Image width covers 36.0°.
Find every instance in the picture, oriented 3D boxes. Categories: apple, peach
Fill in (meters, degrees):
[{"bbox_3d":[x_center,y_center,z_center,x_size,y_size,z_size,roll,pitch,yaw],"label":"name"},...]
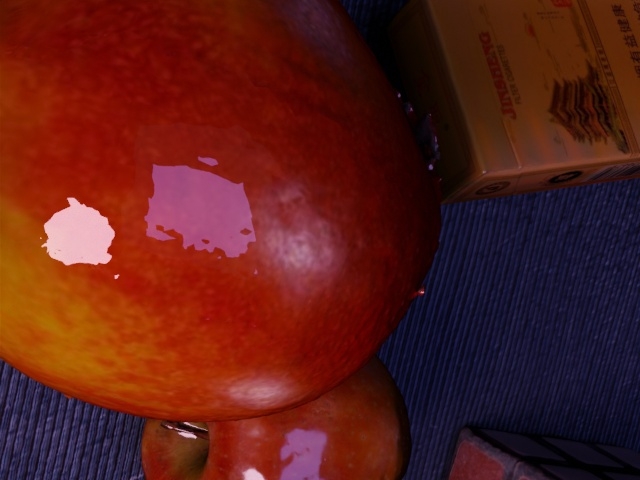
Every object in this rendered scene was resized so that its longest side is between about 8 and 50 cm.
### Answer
[{"bbox_3d":[-0.031,0.170,0.853,0.230,0.230,0.230,-8,108,-28],"label":"apple"},{"bbox_3d":[-0.095,-0.053,0.674,0.370,0.370,0.370,-8,108,-28],"label":"peach"}]

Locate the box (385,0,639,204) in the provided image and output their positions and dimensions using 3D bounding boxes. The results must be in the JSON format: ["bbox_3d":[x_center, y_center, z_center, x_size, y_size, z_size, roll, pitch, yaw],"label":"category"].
[{"bbox_3d":[0.210,-0.138,0.887,0.274,0.076,0.174,-9,74,-27],"label":"box"}]

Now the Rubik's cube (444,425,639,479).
[{"bbox_3d":[0.303,0.405,1.064,0.301,0.304,0.305,16,97,-33],"label":"Rubik's cube"}]
